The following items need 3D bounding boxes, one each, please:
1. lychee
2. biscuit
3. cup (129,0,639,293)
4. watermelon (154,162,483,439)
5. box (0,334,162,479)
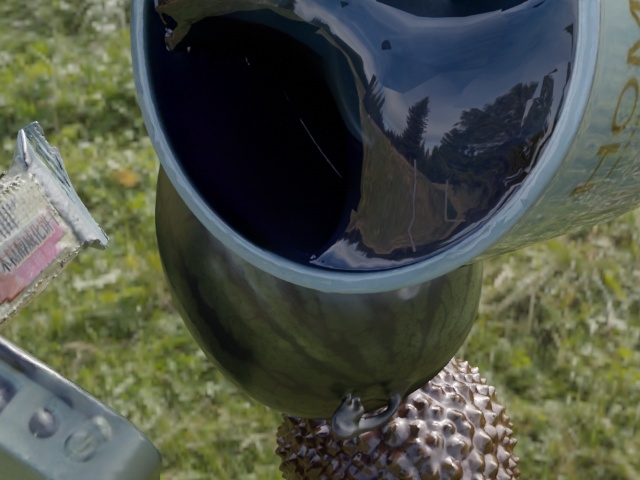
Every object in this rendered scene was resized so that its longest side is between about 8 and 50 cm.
[{"bbox_3d":[0.080,0.227,1.331,0.267,0.267,0.267,0,35,0],"label":"lychee"},{"bbox_3d":[-0.391,0.017,1.485,0.079,0.186,0.309,-4,34,46],"label":"biscuit"},{"bbox_3d":[0.074,-0.147,0.736,0.256,0.331,0.311,-26,-9,30],"label":"cup"},{"bbox_3d":[0.000,0.000,1.093,0.279,0.279,0.359,-14,62,-19],"label":"watermelon"},{"bbox_3d":[-0.335,0.164,1.160,0.396,0.396,0.111,32,63,4],"label":"box"}]
